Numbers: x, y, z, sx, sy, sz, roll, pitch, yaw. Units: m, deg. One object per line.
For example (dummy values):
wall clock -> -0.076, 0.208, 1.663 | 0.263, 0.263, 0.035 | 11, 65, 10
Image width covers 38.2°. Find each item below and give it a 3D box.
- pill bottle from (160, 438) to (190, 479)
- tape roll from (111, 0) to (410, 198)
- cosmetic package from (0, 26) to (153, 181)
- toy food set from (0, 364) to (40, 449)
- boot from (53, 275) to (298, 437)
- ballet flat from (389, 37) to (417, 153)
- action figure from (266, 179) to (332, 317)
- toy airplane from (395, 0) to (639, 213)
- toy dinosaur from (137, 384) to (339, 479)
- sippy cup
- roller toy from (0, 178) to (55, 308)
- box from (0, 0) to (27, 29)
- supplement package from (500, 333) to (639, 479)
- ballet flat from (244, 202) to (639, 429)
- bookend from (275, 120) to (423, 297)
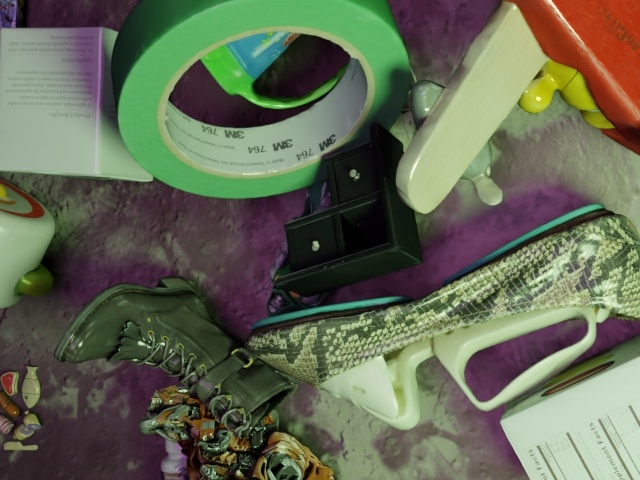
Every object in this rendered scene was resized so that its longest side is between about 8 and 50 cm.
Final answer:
pill bottle -> -0.176, 0.318, 1.222 | 0.067, 0.067, 0.120 | -5, 91, 17
tape roll -> -0.064, -0.172, 1.018 | 0.321, 0.321, 0.077 | -25, 56, 16
cosmetic package -> -0.312, -0.173, 1.201 | 0.151, 0.151, 0.183 | 5, 93, 17
toy food set -> -0.438, 0.241, 1.323 | 0.078, 0.019, 0.122 | -3, 91, 17
boot -> -0.163, 0.150, 1.123 | 0.229, 0.263, 0.091 | 42, 120, 18
ballet flat -> 0.096, -0.168, 1.130 | 0.052, 0.057, 0.168 | -9, 90, 7
action figure -> 0.000, 0.000, 1.159 | 0.137, 0.063, 0.232 | 34, 97, 25
toy airplane -> 0.240, -0.236, 0.971 | 0.386, 0.272, 0.384 | -10, 103, -15
toy dinosaur -> -0.078, 0.296, 1.142 | 0.322, 0.218, 0.164 | 14, 137, 13
sippy cup -> -0.075, -0.328, 1.098 | 0.224, 0.305, 0.240 | -31, 47, 5
roller toy -> -0.462, -0.014, 1.229 | 0.191, 0.209, 0.146 | 34, 101, 33
box -> -0.461, -0.329, 1.305 | 0.094, 0.027, 0.137 | 5, 93, 15
supplement package -> 0.342, 0.192, 1.024 | 0.244, 0.139, 0.134 | -29, 85, 15
ballet flat -> 0.142, 0.114, 1.064 | 0.483, 0.164, 0.182 | -20, 72, 14
bookend -> 0.024, -0.033, 1.073 | 0.156, 0.072, 0.157 | -17, 66, 26
